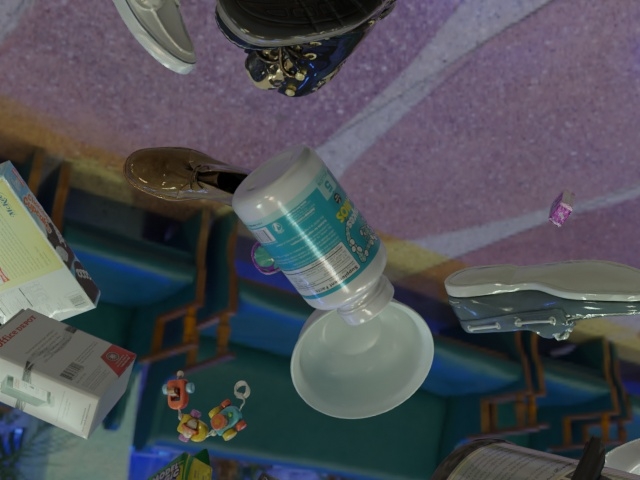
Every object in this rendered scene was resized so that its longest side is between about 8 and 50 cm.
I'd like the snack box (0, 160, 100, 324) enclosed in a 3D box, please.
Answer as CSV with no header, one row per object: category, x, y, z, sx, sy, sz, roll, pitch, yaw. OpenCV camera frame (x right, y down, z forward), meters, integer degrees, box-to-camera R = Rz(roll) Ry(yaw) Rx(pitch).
snack box,-0.572,0.024,1.606,0.187,0.060,0.322,-20,123,9

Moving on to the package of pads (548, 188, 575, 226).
package of pads,0.476,-0.065,1.709,0.032,0.083,0.050,33,119,3

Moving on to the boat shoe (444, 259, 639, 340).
boat shoe,0.342,0.094,1.294,0.319,0.099,0.116,-1,-159,33

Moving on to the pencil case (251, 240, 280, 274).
pencil case,-0.068,0.012,1.578,0.064,0.070,0.151,1,-168,18

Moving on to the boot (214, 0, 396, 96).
boot,-0.025,-0.293,1.176,0.138,0.377,0.284,52,144,0

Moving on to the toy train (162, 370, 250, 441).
toy train,-0.208,0.291,1.521,0.166,0.125,0.046,-3,169,19

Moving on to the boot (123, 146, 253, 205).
boot,-0.237,-0.128,1.696,0.305,0.112,0.115,11,174,-3

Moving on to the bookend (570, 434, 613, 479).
bookend,0.190,0.217,0.476,0.156,0.072,0.157,22,122,22

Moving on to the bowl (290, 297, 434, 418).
bowl,0.075,0.214,1.808,0.297,0.134,0.298,-5,119,-9

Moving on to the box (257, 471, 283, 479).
box,-0.036,0.569,1.700,0.183,0.056,0.231,17,137,23

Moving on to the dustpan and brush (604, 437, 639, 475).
dustpan and brush,0.462,0.375,1.392,0.211,0.060,0.147,-13,129,-20

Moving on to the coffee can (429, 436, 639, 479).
coffee can,0.258,0.324,0.879,0.201,0.202,0.275,19,168,-31

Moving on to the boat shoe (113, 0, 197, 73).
boat shoe,-0.263,-0.387,1.348,0.088,0.268,0.096,-34,174,28

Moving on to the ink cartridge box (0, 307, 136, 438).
ink cartridge box,-0.278,0.137,0.911,0.135,0.099,0.056,23,113,4

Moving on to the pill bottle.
pill bottle,0.000,0.000,1.276,0.146,0.146,0.264,-20,117,39

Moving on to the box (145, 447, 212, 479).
box,-0.158,0.290,0.854,0.105,0.179,0.043,-39,116,23
